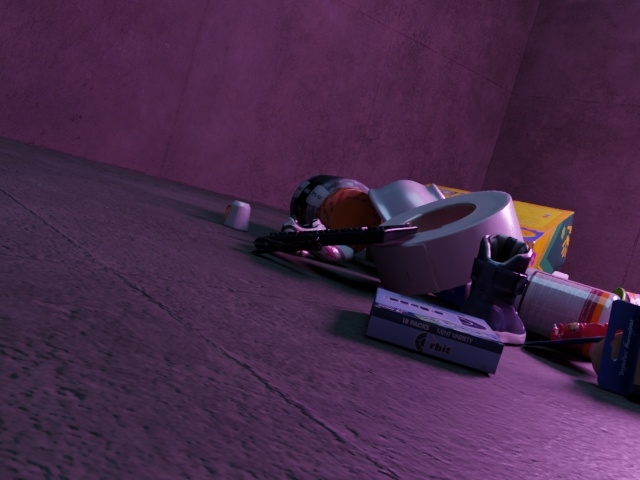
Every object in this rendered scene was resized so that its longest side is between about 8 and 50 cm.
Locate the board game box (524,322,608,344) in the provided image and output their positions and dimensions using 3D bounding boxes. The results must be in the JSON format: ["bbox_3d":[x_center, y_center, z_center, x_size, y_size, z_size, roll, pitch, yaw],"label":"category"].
[{"bbox_3d":[0.403,0.142,1.108,0.168,0.033,0.133,-13,-16,39],"label":"board game box"}]

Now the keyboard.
[{"bbox_3d":[0.000,-0.006,1.308,0.317,0.033,0.201,-4,7,42],"label":"keyboard"}]

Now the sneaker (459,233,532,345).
[{"bbox_3d":[0.288,0.077,1.110,0.086,0.163,0.226,17,2,28],"label":"sneaker"}]

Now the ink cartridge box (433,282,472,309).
[{"bbox_3d":[0.354,0.122,1.454,0.332,0.065,0.165,17,4,-17],"label":"ink cartridge box"}]

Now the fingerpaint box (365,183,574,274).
[{"bbox_3d":[0.404,-0.010,1.917,0.444,0.163,0.371,14,21,30],"label":"fingerpaint box"}]

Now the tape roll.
[{"bbox_3d":[0.235,0.001,1.352,0.286,0.100,0.286,-18,13,4],"label":"tape roll"}]

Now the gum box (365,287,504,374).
[{"bbox_3d":[0.140,0.110,0.905,0.157,0.041,0.184,17,3,4],"label":"gum box"}]

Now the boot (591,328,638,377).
[{"bbox_3d":[0.516,0.193,1.072,0.295,0.104,0.211,2,-12,-4],"label":"boot"}]

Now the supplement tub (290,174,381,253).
[{"bbox_3d":[0.038,-0.067,1.812,0.193,0.194,0.316,16,4,-13],"label":"supplement tub"}]

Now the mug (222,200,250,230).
[{"bbox_3d":[-0.203,-0.063,1.699,0.078,0.064,0.062,17,5,17],"label":"mug"}]

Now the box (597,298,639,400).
[{"bbox_3d":[0.494,0.164,0.941,0.225,0.136,0.036,16,-22,11],"label":"box"}]

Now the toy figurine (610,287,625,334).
[{"bbox_3d":[0.704,0.207,1.609,0.159,0.130,0.173,30,-20,3],"label":"toy figurine"}]

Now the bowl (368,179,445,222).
[{"bbox_3d":[0.249,-0.037,1.643,0.298,0.134,0.298,49,12,-14],"label":"bowl"}]

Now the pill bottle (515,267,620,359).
[{"bbox_3d":[0.402,0.120,1.259,0.221,0.121,0.121,19,5,29],"label":"pill bottle"}]

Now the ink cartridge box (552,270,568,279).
[{"bbox_3d":[0.562,0.107,2.113,0.197,0.114,0.273,12,7,-43],"label":"ink cartridge box"}]

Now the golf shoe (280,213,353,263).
[{"bbox_3d":[0.000,0.000,1.526,0.186,0.086,0.067,16,3,-32],"label":"golf shoe"}]

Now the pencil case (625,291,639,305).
[{"bbox_3d":[0.915,0.224,1.930,0.284,0.124,0.124,14,4,-12],"label":"pencil case"}]
